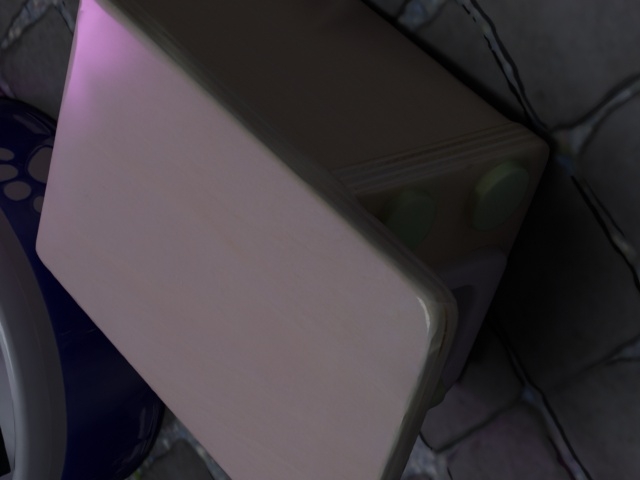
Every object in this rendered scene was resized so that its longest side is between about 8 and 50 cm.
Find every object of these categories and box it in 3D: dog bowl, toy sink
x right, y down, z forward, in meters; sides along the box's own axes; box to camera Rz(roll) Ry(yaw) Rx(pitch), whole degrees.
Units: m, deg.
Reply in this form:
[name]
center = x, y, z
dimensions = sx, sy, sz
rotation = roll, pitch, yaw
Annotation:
[dog bowl]
center = -0.216, 0.049, 0.939
dimensions = 0.265, 0.104, 0.264
rotation = 20, 120, 41
[toy sink]
center = 0.000, 0.000, 0.674
dimensions = 0.234, 0.131, 0.152
rotation = 43, 133, 33

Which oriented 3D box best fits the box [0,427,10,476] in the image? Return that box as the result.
[box]
center = -0.306, 0.116, 0.850
dimensions = 0.220, 0.175, 0.051
rotation = 9, 115, 44
